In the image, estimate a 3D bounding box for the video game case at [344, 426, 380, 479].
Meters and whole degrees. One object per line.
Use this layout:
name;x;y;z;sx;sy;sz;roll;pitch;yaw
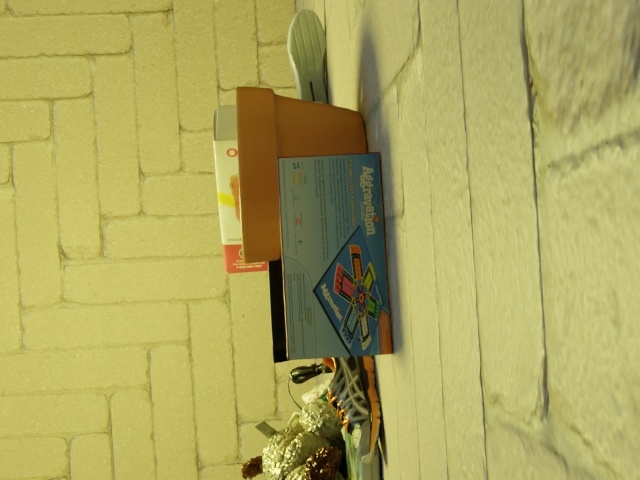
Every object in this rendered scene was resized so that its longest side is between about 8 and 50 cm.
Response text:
video game case;0.075;0.455;1.574;0.329;0.036;0.299;-106;13;-79

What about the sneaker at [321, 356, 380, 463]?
sneaker;0.051;0.260;1.411;0.084;0.083;0.214;93;172;-49

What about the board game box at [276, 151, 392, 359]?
board game box;0.019;0.021;1.210;0.027;0.145;0.281;97;170;-85

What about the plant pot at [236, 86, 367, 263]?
plant pot;-0.033;-0.111;1.440;0.291;0.204;0.290;177;90;-85

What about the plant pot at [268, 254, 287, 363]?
plant pot;-0.010;0.115;1.588;0.188;0.167;0.187;102;165;-74

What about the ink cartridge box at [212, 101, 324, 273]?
ink cartridge box;-0.111;-0.123;2.105;0.160;0.279;0.384;-99;7;-54

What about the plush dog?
plush dog;-0.030;0.475;1.712;0.225;0.211;0.262;-137;41;-63

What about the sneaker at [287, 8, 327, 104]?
sneaker;-0.034;-0.426;2.107;0.091;0.094;0.258;-117;23;-70

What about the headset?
headset;0.023;0.462;1.986;0.243;0.185;0.394;-128;19;-77

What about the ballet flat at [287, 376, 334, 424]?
ballet flat;-0.023;0.373;1.854;0.077;0.091;0.241;34;95;39
